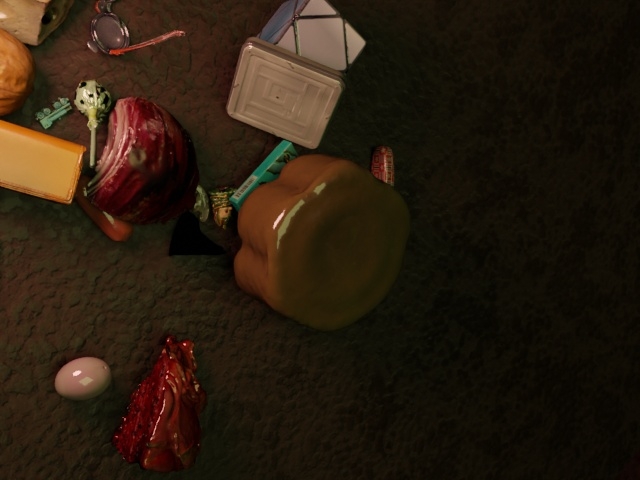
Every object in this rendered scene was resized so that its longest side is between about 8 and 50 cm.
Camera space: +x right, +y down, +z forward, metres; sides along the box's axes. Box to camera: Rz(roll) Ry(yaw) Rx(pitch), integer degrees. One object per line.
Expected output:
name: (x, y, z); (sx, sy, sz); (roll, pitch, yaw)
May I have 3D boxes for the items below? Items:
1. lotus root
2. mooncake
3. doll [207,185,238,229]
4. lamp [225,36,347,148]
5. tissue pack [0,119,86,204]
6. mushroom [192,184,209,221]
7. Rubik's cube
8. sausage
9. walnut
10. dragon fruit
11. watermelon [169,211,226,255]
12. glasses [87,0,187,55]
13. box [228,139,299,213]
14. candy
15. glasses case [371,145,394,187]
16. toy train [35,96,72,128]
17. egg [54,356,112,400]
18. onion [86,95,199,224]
lotus root: (-0.714, -0.567, 1.640); (0.314, 0.142, 0.210); (28, 54, -19)
mooncake: (0.000, 0.000, 1.951); (0.467, 0.262, 0.466); (-15, 117, -31)
doll: (-0.267, -0.090, 1.964); (0.077, 0.078, 0.113); (21, 112, 14)
lamp: (-0.090, -0.363, 1.876); (0.269, 0.266, 0.047); (21, 53, -4)
tissue pack: (-0.685, -0.182, 1.656); (0.275, 0.194, 0.145); (16, 88, -29)
mushroom: (-0.315, -0.098, 1.955); (0.049, 0.019, 0.101); (-18, 103, -24)
Rubik's cube: (-0.041, -0.497, 1.947); (0.207, 0.205, 0.205); (41, 77, -24)
sausage: (-0.531, -0.078, 1.816); (0.077, 0.077, 0.194); (-45, 112, -16)
walnut: (-0.731, -0.371, 1.615); (0.222, 0.195, 0.195); (25, 84, -33)
dragon fruit: (-0.340, 0.422, 1.878); (0.228, 0.286, 0.329); (27, 75, -23)
watermelon: (-0.322, 0.019, 1.926); (0.121, 0.098, 0.158); (-47, 118, -15)
glasses: (-0.432, -0.554, 1.711); (0.118, 0.268, 0.234); (-5, 97, -46)
box: (-0.128, -0.136, 1.998); (0.226, 0.042, 0.161); (-49, 139, -18)
candy: (-0.519, -0.265, 1.695); (0.083, 0.305, 0.091); (-14, 134, -3)
glasses case: (0.184, -0.178, 2.173); (0.049, 0.073, 0.194); (-1, 97, -36)
toy train: (-0.630, -0.303, 1.765); (0.092, 0.029, 0.045); (-39, 119, -20)
egg: (-0.579, 0.338, 1.822); (0.135, 0.103, 0.103); (-12, 101, -24)
onion: (-0.392, -0.195, 1.813); (0.280, 0.146, 0.314); (18, 73, -36)
